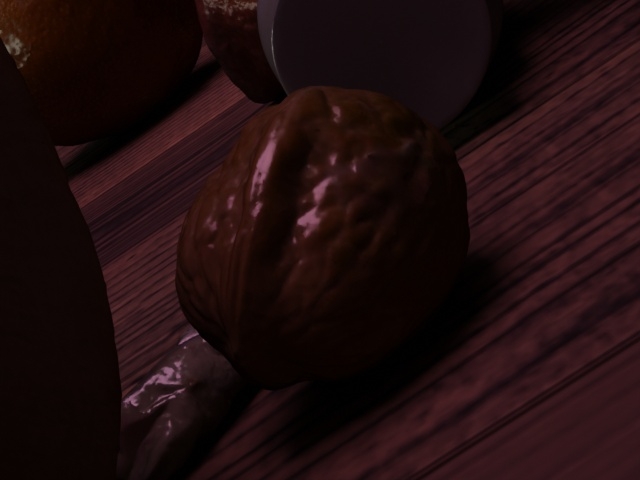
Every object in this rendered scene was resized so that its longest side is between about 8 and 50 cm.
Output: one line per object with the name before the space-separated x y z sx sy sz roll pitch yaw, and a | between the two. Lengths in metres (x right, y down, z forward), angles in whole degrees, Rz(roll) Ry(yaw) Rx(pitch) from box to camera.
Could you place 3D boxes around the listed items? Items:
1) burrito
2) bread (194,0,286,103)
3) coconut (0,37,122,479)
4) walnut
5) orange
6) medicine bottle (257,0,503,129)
burrito | -0.033 0.032 0.538 0.045 0.041 0.185 -8 33 40
bread | 0.015 -0.231 0.943 0.244 0.123 0.190 -21 51 34
coconut | -0.256 0.035 0.366 0.344 0.415 0.415 -25 8 -36
walnut | 0.000 0.000 0.464 0.105 0.105 0.124 -21 26 39
orange | -0.254 -0.216 1.330 0.264 0.264 0.264 -32 17 11
medicine bottle | 0.033 -0.138 0.723 0.131 0.131 0.250 -31 17 12
